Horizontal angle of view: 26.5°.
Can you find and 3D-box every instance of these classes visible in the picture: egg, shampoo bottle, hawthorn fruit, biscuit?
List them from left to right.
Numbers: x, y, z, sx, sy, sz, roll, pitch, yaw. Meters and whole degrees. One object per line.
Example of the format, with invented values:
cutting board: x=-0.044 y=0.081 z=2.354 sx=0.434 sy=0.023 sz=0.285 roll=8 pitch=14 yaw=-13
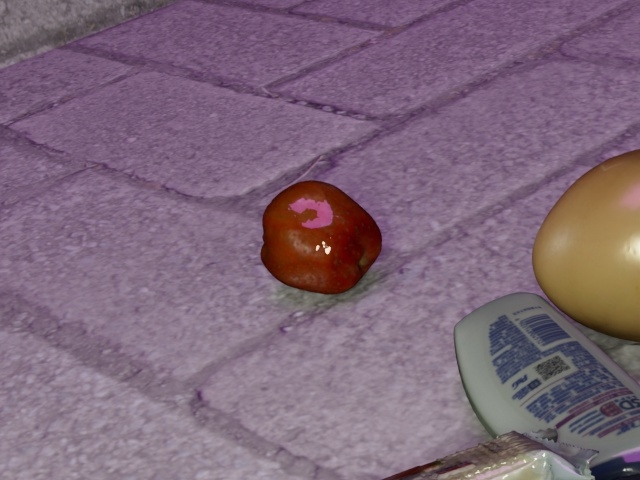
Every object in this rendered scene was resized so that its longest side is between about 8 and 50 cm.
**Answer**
hawthorn fruit: x=0.000 y=0.000 z=1.599 sx=0.138 sy=0.133 sz=0.133 roll=16 pitch=35 yaw=26
biscuit: x=0.063 y=0.228 z=1.057 sx=0.309 sy=0.079 sz=0.186 roll=-20 pitch=-4 yaw=-1
shampoo bottle: x=0.225 y=0.161 z=1.229 sx=0.134 sy=0.078 sz=0.359 roll=-21 pitch=27 yaw=-9
egg: x=0.334 y=0.007 z=1.362 sx=0.244 sy=0.201 sz=0.201 roll=-12 pitch=25 yaw=2
